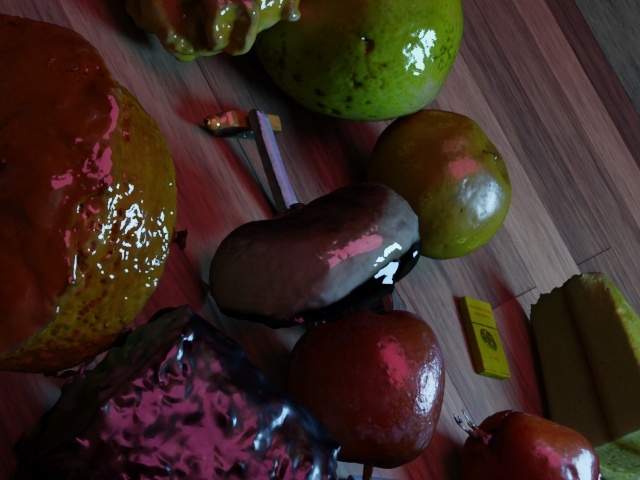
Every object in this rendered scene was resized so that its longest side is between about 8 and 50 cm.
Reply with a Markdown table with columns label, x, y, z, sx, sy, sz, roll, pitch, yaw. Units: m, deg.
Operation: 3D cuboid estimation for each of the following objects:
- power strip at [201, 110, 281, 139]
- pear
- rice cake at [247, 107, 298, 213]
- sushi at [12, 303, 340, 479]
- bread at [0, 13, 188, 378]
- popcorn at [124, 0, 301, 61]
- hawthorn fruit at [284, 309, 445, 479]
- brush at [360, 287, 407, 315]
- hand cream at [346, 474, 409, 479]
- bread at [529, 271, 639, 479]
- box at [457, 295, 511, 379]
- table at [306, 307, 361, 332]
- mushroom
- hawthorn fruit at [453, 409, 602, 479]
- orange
| label | x | y | z | sx | sy | sz | roll | pitch | yaw |
| --- | --- | --- | --- | --- | --- | --- | --- | --- | --- |
| power strip | -0.129 | -0.187 | 1.854 | 0.178 | 0.049 | 0.028 | -1 | 71 | -53 |
| pear | 0.079 | -0.376 | 2.002 | 0.391 | 0.391 | 0.391 | 33 | 41 | -33 |
| rice cake | -0.073 | -0.114 | 1.839 | 0.033 | 0.033 | 0.208 | -26 | 100 | -46 |
| sushi | -0.154 | 0.248 | 1.255 | 0.294 | 0.281 | 0.299 | 43 | 42 | -11 |
| bread | -0.341 | -0.046 | 1.171 | 0.215 | 0.398 | 0.398 | 33 | 39 | -55 |
| popcorn | -0.180 | -0.429 | 1.814 | 0.297 | 0.281 | 0.316 | -29 | 71 | -27 |
| hawthorn fruit | 0.078 | 0.212 | 1.616 | 0.231 | 0.235 | 0.263 | -28 | 59 | -26 |
| brush | 0.119 | 0.148 | 1.820 | 0.327 | 0.065 | 0.070 | 54 | 24 | -63 |
| hand cream | 0.134 | 0.393 | 1.730 | 0.255 | 0.048 | 0.079 | 11 | 50 | -44 |
| bread | 0.572 | 0.257 | 2.243 | 0.245 | 0.233 | 0.362 | 26 | 44 | -39 |
| box | 0.308 | 0.184 | 2.150 | 0.087 | 0.023 | 0.155 | 21 | 48 | -46 |
| table | 0.020 | 0.090 | 1.805 | 0.146 | 0.062 | 0.175 | 22 | 60 | -42 |
| mushroom | -0.001 | -0.001 | 1.664 | 0.344 | 0.130 | 0.247 | -16 | 40 | -27 |
| hawthorn fruit | 0.319 | 0.369 | 1.859 | 0.299 | 0.211 | 0.211 | 35 | 38 | -16 |
| orange | 0.219 | -0.105 | 2.077 | 0.279 | 0.235 | 0.279 | 39 | 38 | -39 |
